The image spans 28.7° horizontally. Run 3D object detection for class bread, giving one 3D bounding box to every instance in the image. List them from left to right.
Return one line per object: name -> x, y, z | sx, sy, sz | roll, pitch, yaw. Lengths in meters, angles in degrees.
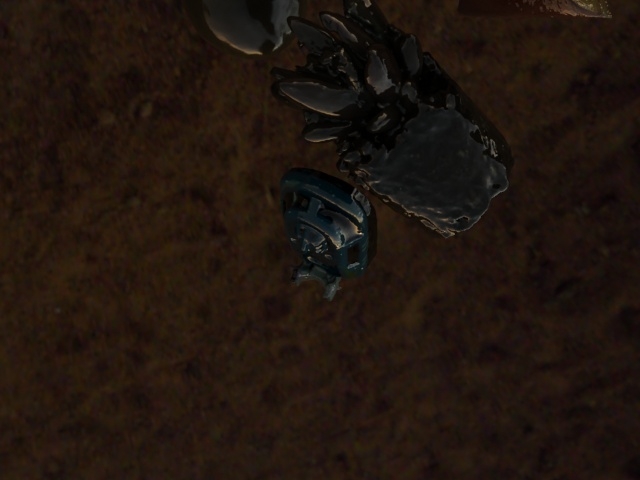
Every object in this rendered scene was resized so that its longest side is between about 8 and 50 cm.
bread -> 0.225, -0.296, 1.386 | 0.067, 0.192, 0.119 | -50, 133, -28

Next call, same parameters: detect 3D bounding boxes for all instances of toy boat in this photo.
toy boat -> 0.000, 0.000, 1.732 | 0.299, 0.134, 0.092 | 77, 37, -70

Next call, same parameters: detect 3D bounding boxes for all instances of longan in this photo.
longan -> -0.098, -0.327, 1.628 | 0.167, 0.167, 0.187 | -24, 114, -1

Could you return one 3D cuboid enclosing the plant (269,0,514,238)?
plant -> 0.079, -0.147, 1.468 | 0.321, 0.194, 0.181 | 38, 99, -24
